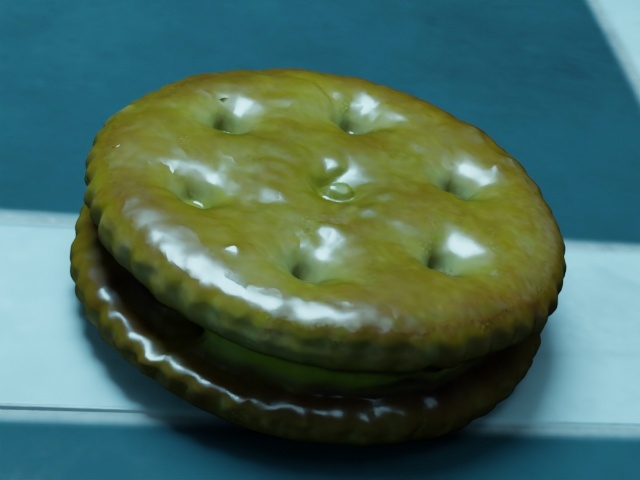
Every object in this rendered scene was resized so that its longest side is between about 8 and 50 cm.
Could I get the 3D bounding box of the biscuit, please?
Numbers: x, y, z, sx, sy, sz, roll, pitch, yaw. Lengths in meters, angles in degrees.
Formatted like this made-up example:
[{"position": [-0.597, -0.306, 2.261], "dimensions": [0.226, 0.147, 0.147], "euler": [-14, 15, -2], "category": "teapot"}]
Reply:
[{"position": [0.000, 0.000, 0.792], "dimensions": [0.220, 0.066, 0.220], "euler": [10, 34, -7], "category": "biscuit"}]
